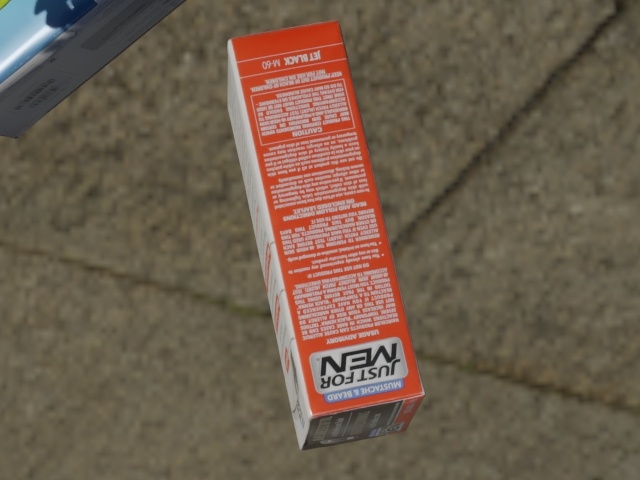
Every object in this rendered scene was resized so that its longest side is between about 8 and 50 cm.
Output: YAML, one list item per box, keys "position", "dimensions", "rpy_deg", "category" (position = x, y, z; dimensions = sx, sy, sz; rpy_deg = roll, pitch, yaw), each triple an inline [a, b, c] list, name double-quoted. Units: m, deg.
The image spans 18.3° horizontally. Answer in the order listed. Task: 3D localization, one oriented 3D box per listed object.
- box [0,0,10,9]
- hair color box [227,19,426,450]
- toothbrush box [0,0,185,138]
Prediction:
- position: [-0.148, -0.200, 1.101]
  dimensions: [0.178, 0.109, 0.042]
  rpy_deg: [-43, 120, -8]
  category: "box"
- position: [0.000, 0.000, 0.866]
  dimensions: [0.053, 0.167, 0.093]
  rpy_deg: [-10, 166, -6]
  category: "hair color box"
- position: [-0.281, -0.267, 1.668]
  dimensions: [0.216, 0.295, 0.126]
  rpy_deg: [-38, 167, 14]
  category: "toothbrush box"
